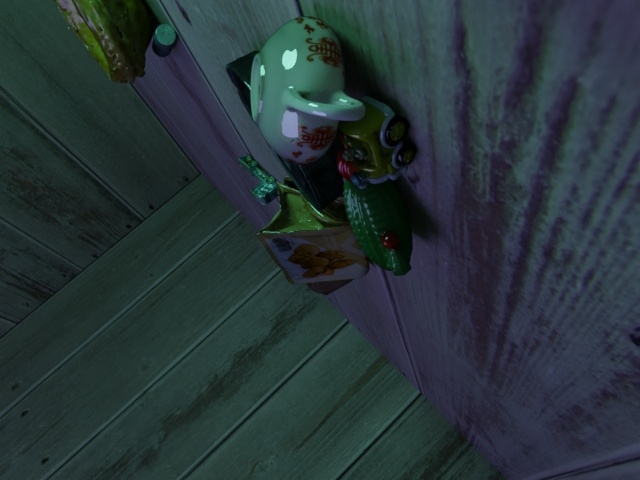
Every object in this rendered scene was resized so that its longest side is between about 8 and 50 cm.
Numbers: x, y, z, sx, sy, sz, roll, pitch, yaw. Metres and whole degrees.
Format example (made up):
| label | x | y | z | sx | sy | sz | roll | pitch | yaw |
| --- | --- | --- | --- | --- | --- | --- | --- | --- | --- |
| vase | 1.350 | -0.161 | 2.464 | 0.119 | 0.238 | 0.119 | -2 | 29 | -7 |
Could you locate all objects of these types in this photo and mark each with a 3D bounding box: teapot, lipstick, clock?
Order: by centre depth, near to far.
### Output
| label | x | y | z | sx | sy | sz | roll | pitch | yaw |
| --- | --- | --- | --- | --- | --- | --- | --- | --- | --- |
| teapot | -0.020 | -0.163 | 0.525 | 0.116 | 0.159 | 0.245 | 9 | -153 | -25 |
| clock | -0.056 | -0.176 | 0.769 | 0.280 | 0.056 | 0.280 | 56 | 176 | 6 |
| lipstick | -0.382 | -0.484 | 1.135 | 0.048 | 0.048 | 0.158 | 52 | 170 | -22 |

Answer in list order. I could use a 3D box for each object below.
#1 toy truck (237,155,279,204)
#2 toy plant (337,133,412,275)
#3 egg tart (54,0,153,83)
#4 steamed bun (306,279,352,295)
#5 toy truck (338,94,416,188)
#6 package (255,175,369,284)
| label | x | y | z | sx | sy | sz | roll | pitch | yaw |
| --- | --- | --- | --- | --- | --- | --- | --- | --- | --- |
| toy truck | -0.202 | -0.188 | 1.436 | 0.175 | 0.081 | 0.067 | 44 | 168 | 20 |
| toy plant | 0.078 | -0.056 | 0.706 | 0.154 | 0.088 | 0.240 | -92 | -23 | -74 |
| egg tart | -0.531 | -0.564 | 1.122 | 0.388 | 0.169 | 0.387 | 48 | 166 | 16 |
| steamed bun | 0.015 | 0.081 | 1.364 | 0.106 | 0.145 | 0.175 | 60 | -177 | 36 |
| toy truck | 0.061 | -0.110 | 0.564 | 0.076 | 0.077 | 0.111 | 39 | 166 | 40 |
| package | -0.006 | -0.030 | 1.098 | 0.311 | 0.222 | 0.164 | 63 | -158 | -64 |
